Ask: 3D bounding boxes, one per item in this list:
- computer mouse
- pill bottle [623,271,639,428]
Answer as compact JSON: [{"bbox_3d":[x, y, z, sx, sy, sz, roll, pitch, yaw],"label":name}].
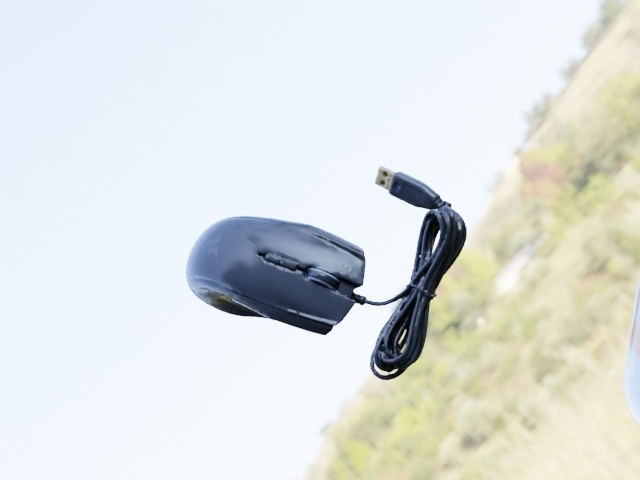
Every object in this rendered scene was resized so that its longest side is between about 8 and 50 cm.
[{"bbox_3d":[0.000,0.000,1.515,0.184,0.262,0.060,-62,-30,-13],"label":"computer mouse"},{"bbox_3d":[0.188,0.006,0.577,0.152,0.152,0.272,-18,-62,-67],"label":"pill bottle"}]
